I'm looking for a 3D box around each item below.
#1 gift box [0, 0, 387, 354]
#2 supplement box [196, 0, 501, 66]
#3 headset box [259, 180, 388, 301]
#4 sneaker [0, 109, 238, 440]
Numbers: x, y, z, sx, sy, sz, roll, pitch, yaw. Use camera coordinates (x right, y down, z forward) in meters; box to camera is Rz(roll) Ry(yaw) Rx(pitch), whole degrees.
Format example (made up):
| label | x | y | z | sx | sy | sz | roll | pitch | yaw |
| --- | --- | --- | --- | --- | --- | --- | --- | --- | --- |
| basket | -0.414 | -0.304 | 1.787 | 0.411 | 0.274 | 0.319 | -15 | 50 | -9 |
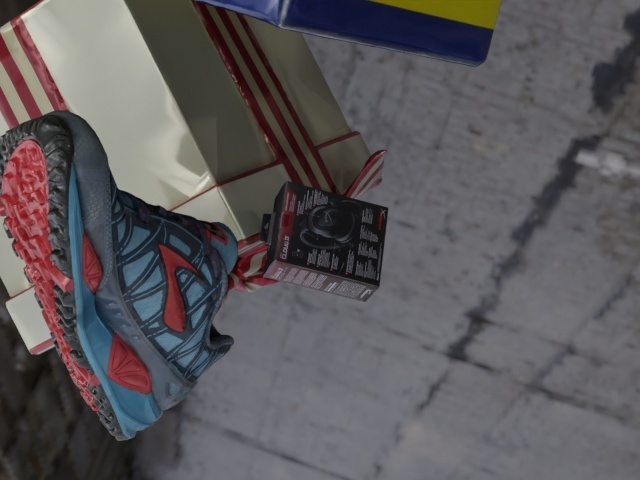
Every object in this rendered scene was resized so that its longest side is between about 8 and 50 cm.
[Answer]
| label | x | y | z | sx | sy | sz | roll | pitch | yaw |
| --- | --- | --- | --- | --- | --- | --- | --- | --- | --- |
| gift box | -0.114 | -0.068 | 1.086 | 0.276 | 0.255 | 0.258 | -25 | 91 | 36 |
| supplement box | 0.016 | -0.306 | 0.861 | 0.194 | 0.356 | 0.195 | 23 | -166 | 40 |
| headset box | 0.000 | 0.000 | 0.965 | 0.083 | 0.062 | 0.032 | 13 | 153 | -13 |
| sneaker | -0.116 | 0.006 | 0.867 | 0.104 | 0.125 | 0.262 | 47 | 158 | 33 |
